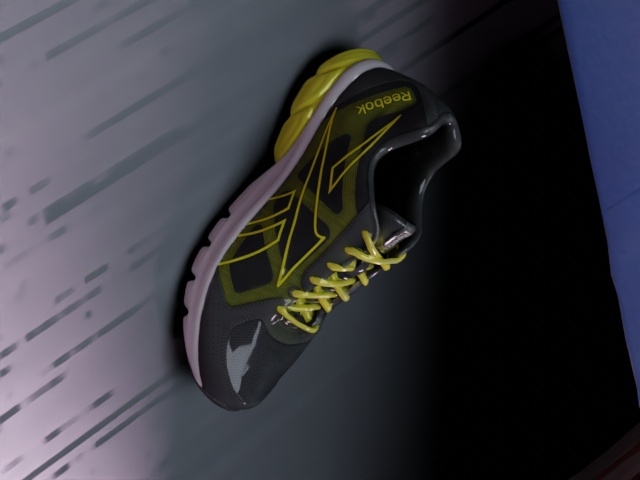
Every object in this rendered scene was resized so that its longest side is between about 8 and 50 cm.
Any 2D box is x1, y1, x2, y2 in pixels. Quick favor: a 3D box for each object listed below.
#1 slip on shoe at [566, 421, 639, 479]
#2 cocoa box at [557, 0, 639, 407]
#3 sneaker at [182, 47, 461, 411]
[{"bbox_3d":[0.119,0.118,0.471,0.331,0.101,0.123,-14,119,-45],"label":"slip on shoe"},{"bbox_3d":[0.231,0.074,0.347,0.228,0.231,0.347,-17,96,-52],"label":"cocoa box"},{"bbox_3d":[0.000,0.000,0.321,0.031,0.035,0.083,23,93,-51],"label":"sneaker"}]
